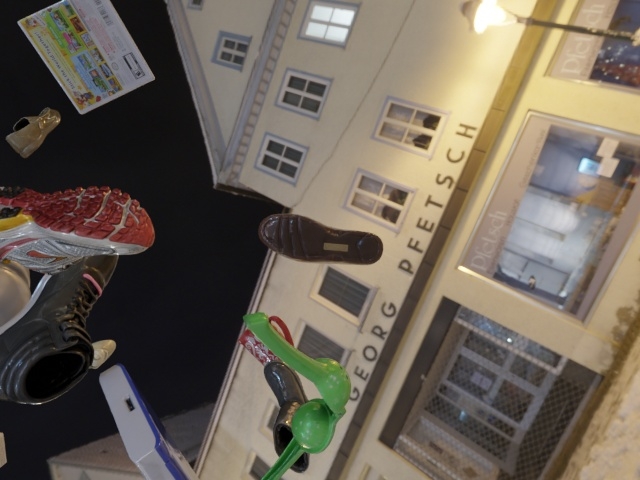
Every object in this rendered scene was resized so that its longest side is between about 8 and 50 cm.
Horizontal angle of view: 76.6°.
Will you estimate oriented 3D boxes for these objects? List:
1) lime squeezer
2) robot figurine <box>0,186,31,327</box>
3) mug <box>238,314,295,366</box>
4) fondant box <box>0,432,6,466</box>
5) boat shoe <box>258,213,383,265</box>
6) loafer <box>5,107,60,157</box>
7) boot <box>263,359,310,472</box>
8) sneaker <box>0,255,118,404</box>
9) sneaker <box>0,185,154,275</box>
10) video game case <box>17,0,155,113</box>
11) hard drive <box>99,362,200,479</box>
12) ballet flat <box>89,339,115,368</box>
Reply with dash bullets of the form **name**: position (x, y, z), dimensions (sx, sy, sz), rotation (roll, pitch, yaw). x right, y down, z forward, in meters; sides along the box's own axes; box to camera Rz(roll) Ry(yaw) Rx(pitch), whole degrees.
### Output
- **lime squeezer**: position (-0.022, 0.186, 0.418), dimensions (0.110, 0.059, 0.310), rotation (-20, -47, -36)
- **robot figurine**: position (-0.593, 0.038, 0.652), dimensions (0.300, 0.353, 0.200), rotation (-38, -32, 14)
- **mug**: position (-0.134, 0.303, 1.140), dimensions (0.113, 0.169, 0.150), rotation (-39, -15, -27)
- **fondant box**: position (-0.995, 0.591, 0.962), dimensions (0.330, 0.239, 0.096), rotation (-61, -29, -82)
- **boat shoe**: position (-0.002, 0.008, 0.857), dimensions (0.095, 0.258, 0.095), rotation (97, -173, -86)
- **loafer**: position (-0.563, -0.224, 0.797), dimensions (0.056, 0.148, 0.050), rotation (-27, -47, 17)
- **boot**: position (-0.075, 0.353, 0.845), dimensions (0.076, 0.189, 0.208), rotation (-39, -7, 6)
- **sneaker**: position (-0.386, 0.125, 0.635), dimensions (0.104, 0.147, 0.295), rotation (79, -151, -43)
- **sneaker**: position (-0.299, -0.009, 0.480), dimensions (0.088, 0.226, 0.092), rotation (-72, -18, -49)
- **video game case**: position (-0.558, -0.457, 0.981), dimensions (0.207, 0.026, 0.226), rotation (-28, -65, -3)
- **hard drive**: position (-0.225, 0.358, 0.622), dimensions (0.040, 0.210, 0.318), rotation (-32, -59, -28)
- **ballet flat**: position (-0.742, 0.379, 1.263), dimensions (0.248, 0.086, 0.086), rotation (-10, -58, -57)
